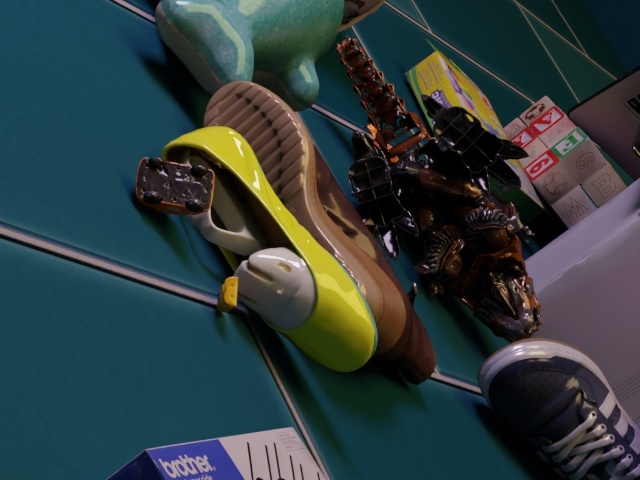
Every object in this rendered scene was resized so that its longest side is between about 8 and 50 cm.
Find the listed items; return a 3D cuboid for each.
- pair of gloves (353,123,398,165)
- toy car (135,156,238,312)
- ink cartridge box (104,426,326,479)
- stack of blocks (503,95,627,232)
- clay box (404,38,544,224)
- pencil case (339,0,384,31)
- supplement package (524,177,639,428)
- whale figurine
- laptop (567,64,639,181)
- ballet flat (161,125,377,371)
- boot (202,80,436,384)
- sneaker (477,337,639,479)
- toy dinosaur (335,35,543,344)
[{"bbox_3d":[0.061,-0.084,1.981,0.074,0.010,0.083,55,20,1],"label":"pair of gloves"},{"bbox_3d":[-0.100,0.000,1.402,0.040,0.060,0.122,128,-48,-64],"label":"toy car"},{"bbox_3d":[-0.048,0.169,1.165,0.097,0.046,0.207,57,18,15],"label":"ink cartridge box"},{"bbox_3d":[0.349,-0.022,2.410,0.297,0.087,0.171,50,4,-23],"label":"stack of blocks"},{"bbox_3d":[0.174,-0.126,2.278,0.127,0.053,0.222,36,23,-46],"label":"clay box"},{"bbox_3d":[-0.064,-0.417,2.047,0.410,0.160,0.183,56,3,9],"label":"pencil case"},{"bbox_3d":[0.326,0.080,2.040,0.203,0.194,0.149,51,16,-9],"label":"supplement package"},{"bbox_3d":[-0.061,-0.211,1.693,0.216,0.141,0.272,51,18,-9],"label":"whale figurine"},{"bbox_3d":[0.446,-0.001,2.184,0.382,0.236,0.408,43,-23,-6],"label":"laptop"},{"bbox_3d":[-0.048,0.007,1.445,0.077,0.077,0.231,-1,50,-52],"label":"ballet flat"},{"bbox_3d":[0.000,0.000,1.595,0.248,0.090,0.207,60,7,24],"label":"boot"},{"bbox_3d":[0.253,0.207,1.774,0.282,0.099,0.153,42,19,-40],"label":"sneaker"},{"bbox_3d":[0.101,-0.043,1.863,0.322,0.164,0.218,38,0,10],"label":"toy dinosaur"}]
